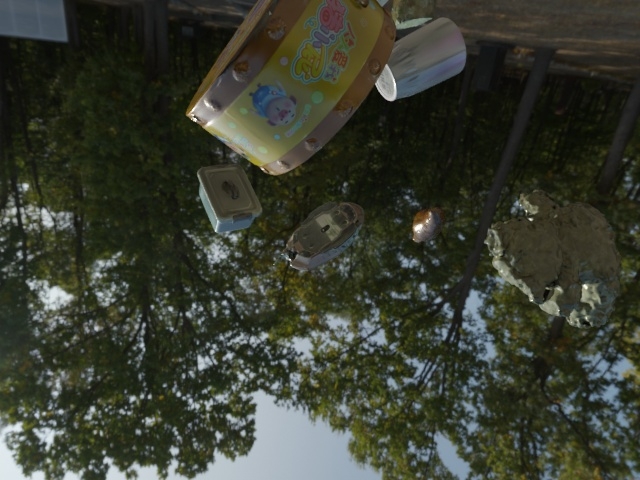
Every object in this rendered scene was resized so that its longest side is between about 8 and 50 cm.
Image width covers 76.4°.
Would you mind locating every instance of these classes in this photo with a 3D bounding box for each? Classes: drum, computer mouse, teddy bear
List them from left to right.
[{"bbox_3d":[-0.070,-0.357,0.828,0.214,0.431,0.431,33,-166,-27],"label":"drum"},{"bbox_3d":[0.004,0.002,1.517,0.389,0.115,0.199,-35,-128,2],"label":"computer mouse"},{"bbox_3d":[0.551,0.029,1.012,0.367,0.224,0.357,4,-117,-15],"label":"teddy bear"}]

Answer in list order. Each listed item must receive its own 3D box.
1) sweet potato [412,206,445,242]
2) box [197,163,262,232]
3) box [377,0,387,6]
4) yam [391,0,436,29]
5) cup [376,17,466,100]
[{"bbox_3d":[0.396,-0.063,1.489,0.112,0.112,0.359,9,162,1],"label":"sweet potato"},{"bbox_3d":[-0.308,-0.141,1.354,0.162,0.130,0.227,-13,-115,-33],"label":"box"},{"bbox_3d":[0.237,-1.024,1.419,0.225,0.341,0.143,35,-159,-37],"label":"box"},{"bbox_3d":[0.288,-0.793,1.205,0.133,0.330,0.133,6,-174,-1],"label":"yam"},{"bbox_3d":[0.436,-0.791,1.810,0.371,0.253,0.253,-30,-145,-7],"label":"cup"}]
